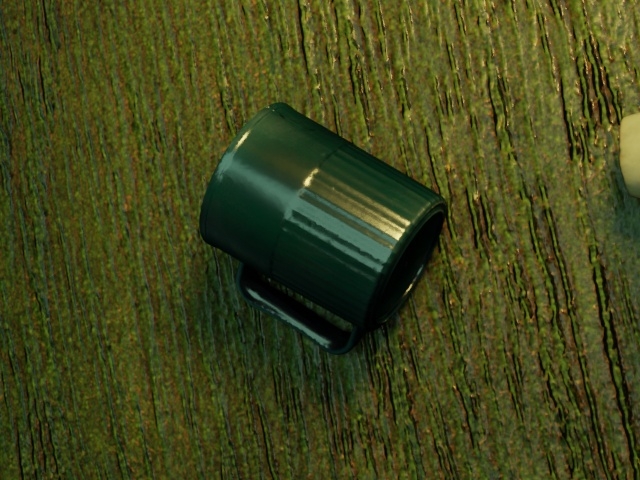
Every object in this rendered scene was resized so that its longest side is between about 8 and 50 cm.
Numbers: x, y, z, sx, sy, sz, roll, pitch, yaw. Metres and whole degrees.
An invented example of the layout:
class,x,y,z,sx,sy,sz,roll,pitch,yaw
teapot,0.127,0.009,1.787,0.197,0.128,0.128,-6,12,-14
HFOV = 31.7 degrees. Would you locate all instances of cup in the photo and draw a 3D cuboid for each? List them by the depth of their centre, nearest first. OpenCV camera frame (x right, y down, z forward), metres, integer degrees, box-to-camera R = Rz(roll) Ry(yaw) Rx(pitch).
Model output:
class,x,y,z,sx,sy,sz,roll,pitch,yaw
cup,-0.004,-0.004,1.653,0.292,0.242,0.308,29,96,17

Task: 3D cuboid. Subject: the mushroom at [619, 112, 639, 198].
class,x,y,z,sx,sy,sz,roll,pitch,yaw
mushroom,0.543,-0.137,1.407,0.353,0.325,0.353,2,97,18
